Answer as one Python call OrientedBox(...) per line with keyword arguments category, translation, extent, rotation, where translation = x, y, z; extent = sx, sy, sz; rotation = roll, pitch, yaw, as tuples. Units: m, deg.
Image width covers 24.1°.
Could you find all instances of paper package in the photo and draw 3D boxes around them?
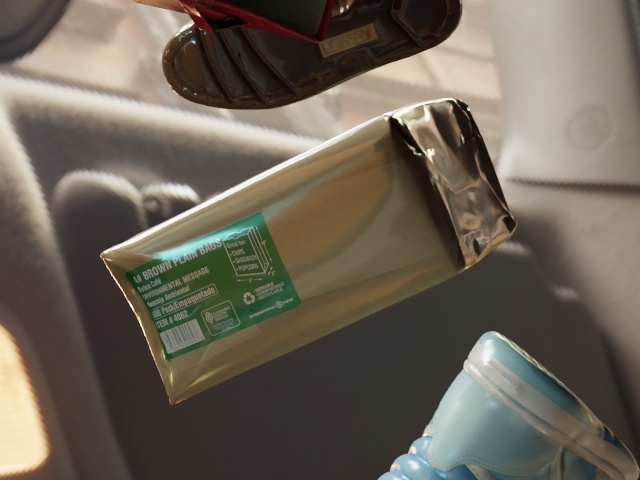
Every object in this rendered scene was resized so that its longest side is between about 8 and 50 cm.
OrientedBox(category="paper package", translation=(0.000, 0.000, 1.483), extent=(0.168, 0.325, 0.309), rotation=(65, -162, 0))

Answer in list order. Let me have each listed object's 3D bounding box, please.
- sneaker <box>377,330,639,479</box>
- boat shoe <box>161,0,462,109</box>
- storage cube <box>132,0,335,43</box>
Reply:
OrientedBox(category="sneaker", translation=(0.147, 0.211, 1.270), extent=(0.127, 0.208, 0.319), rotation=(39, 178, 35))
OrientedBox(category="boat shoe", translation=(-0.004, -0.171, 1.273), extent=(0.095, 0.257, 0.095), rotation=(-64, -36, -73))
OrientedBox(category="storage cube", translation=(-0.099, -0.267, 1.099), extent=(0.193, 0.215, 0.184), rotation=(18, -176, 34))
